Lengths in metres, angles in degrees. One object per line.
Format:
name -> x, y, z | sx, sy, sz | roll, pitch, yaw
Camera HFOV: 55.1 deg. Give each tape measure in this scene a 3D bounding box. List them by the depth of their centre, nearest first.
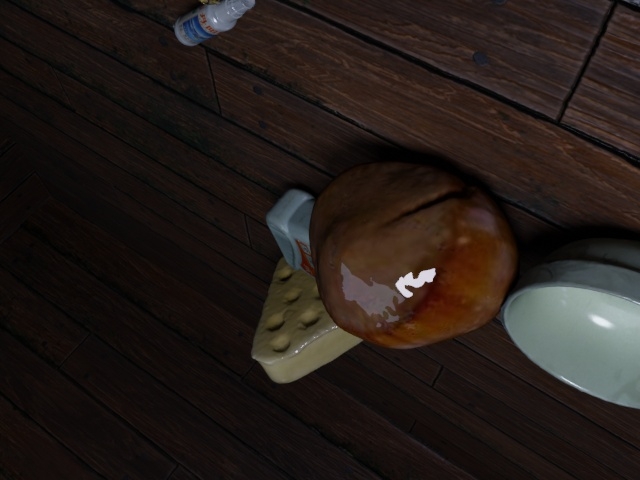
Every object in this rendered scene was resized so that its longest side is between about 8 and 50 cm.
tape measure -> -0.001, 0.000, 1.407 | 0.246, 0.125, 0.243 | 27, 160, 29

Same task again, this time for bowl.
bowl -> 0.450, 0.111, 0.924 | 0.307, 0.163, 0.307 | 30, 154, 17

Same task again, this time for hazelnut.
hazelnut -> 0.152, 0.027, 1.052 | 0.372, 0.315, 0.372 | 30, -172, -4

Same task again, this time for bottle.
bottle -> -0.182, -0.386, 1.056 | 0.217, 0.060, 0.060 | 2, 137, 52

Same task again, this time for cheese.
cheese -> -0.020, 0.186, 1.485 | 0.384, 0.384, 0.104 | 12, 142, 45

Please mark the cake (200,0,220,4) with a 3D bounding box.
cake -> -0.167, -0.457, 0.921 | 0.116, 0.079, 0.184 | -3, 125, 38
